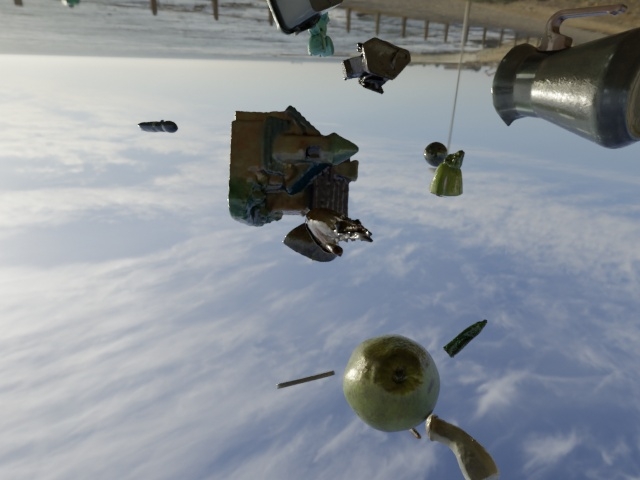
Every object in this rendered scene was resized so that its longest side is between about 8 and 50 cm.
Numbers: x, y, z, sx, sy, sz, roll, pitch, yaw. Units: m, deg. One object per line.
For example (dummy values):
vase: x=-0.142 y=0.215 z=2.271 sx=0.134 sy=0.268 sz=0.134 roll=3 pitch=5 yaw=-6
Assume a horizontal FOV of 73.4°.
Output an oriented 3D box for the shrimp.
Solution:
shrimp: x=0.052 y=-0.013 z=0.875 sx=0.066 sy=0.117 sz=0.262 roll=-43 pitch=-151 yaw=-15

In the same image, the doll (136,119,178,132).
doll: x=-0.401 y=-0.279 z=1.053 sx=0.125 sy=0.027 sz=0.037 roll=8 pitch=173 yaw=23

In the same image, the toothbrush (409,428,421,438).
toothbrush: x=0.248 y=0.578 z=1.425 sx=0.023 sy=0.031 sz=0.321 roll=27 pitch=177 yaw=-17

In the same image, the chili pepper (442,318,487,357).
chili pepper: x=0.636 y=0.419 z=1.867 sx=0.227 sy=0.088 sz=0.059 roll=-41 pitch=-124 yaw=4

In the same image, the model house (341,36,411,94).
model house: x=0.164 y=-0.569 z=1.401 sx=0.203 sy=0.141 sz=0.164 roll=11 pitch=-178 yaw=-35

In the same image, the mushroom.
mushroom: x=0.371 y=0.551 z=1.148 sx=0.081 sy=0.092 sz=0.223 roll=26 pitch=-171 yaw=-41

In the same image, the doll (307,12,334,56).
doll: x=-0.001 y=-0.639 z=1.299 sx=0.059 sy=0.159 sz=0.159 roll=-2 pitch=-155 yaw=22

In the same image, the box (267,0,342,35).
box: x=-0.052 y=-0.669 z=1.087 sx=0.163 sy=0.244 sz=0.135 roll=-38 pitch=-153 yaw=-33

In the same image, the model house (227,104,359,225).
model house: x=-0.048 y=-0.153 z=0.994 sx=0.279 sy=0.246 sz=0.312 roll=2 pitch=177 yaw=0

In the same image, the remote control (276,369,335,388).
remote control: x=-0.060 y=0.554 z=1.712 sx=0.244 sy=0.022 sz=0.077 roll=-16 pitch=164 yaw=7

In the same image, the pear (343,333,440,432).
pear: x=0.154 y=0.309 z=0.940 sx=0.212 sy=0.213 sz=0.269 roll=2 pitch=161 yaw=1

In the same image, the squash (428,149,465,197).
squash: x=0.377 y=-0.205 z=1.265 sx=0.104 sy=0.132 sz=0.105 roll=1 pitch=-153 yaw=-1

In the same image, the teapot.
teapot: x=0.618 y=-0.391 z=1.025 sx=0.253 sy=0.301 sz=0.344 roll=-2 pitch=-159 yaw=-32

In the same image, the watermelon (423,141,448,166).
watermelon: x=0.385 y=-0.285 z=1.430 sx=0.078 sy=0.078 sz=0.110 roll=15 pitch=176 yaw=29

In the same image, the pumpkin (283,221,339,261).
pumpkin: x=0.000 y=0.000 z=2.043 sx=0.312 sy=0.148 sz=0.169 roll=-11 pitch=-130 yaw=-37
